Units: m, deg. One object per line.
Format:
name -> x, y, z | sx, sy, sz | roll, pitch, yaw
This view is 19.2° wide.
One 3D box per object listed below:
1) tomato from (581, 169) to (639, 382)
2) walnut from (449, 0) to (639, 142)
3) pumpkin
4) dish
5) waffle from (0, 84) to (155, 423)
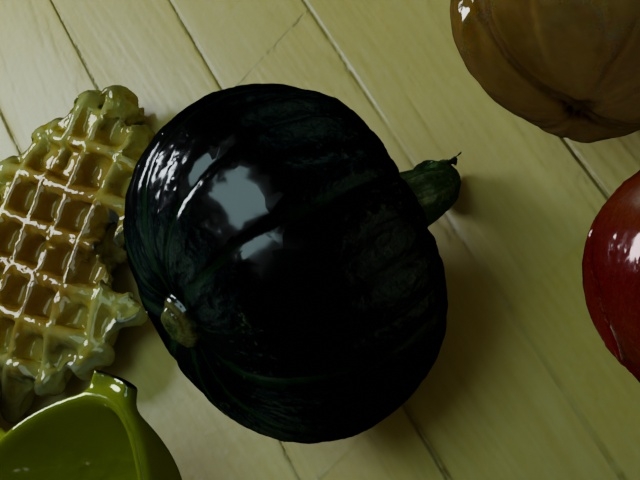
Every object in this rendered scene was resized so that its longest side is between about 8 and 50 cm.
tomato -> 0.284, 0.046, 0.951 | 0.226, 0.298, 0.298 | -40, 47, 0
walnut -> 0.175, -0.176, 1.198 | 0.195, 0.195, 0.222 | -10, 69, 39
pumpkin -> 0.000, 0.000, 1.274 | 0.248, 0.248, 0.248 | -19, 60, 35
dish -> -0.155, 0.241, 1.362 | 0.221, 0.108, 0.262 | -29, 56, 30
waffle -> -0.216, 0.010, 1.563 | 0.250, 0.056, 0.261 | -37, 53, 25
